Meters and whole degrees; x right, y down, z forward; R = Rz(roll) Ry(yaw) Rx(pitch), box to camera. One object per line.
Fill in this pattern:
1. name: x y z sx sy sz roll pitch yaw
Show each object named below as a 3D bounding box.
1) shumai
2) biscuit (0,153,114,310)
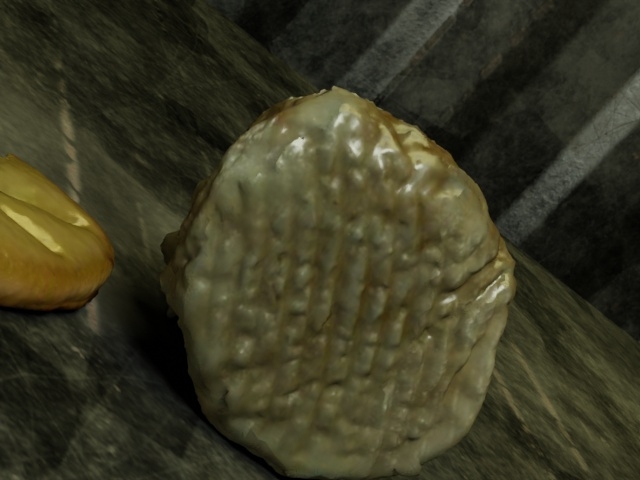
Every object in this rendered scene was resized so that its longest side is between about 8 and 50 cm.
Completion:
1. shumai: 0.000 0.000 1.327 0.262 0.267 0.314 -116 -164 -63
2. biscuit: -0.241 -0.013 1.190 0.154 0.045 0.299 48 14 16
